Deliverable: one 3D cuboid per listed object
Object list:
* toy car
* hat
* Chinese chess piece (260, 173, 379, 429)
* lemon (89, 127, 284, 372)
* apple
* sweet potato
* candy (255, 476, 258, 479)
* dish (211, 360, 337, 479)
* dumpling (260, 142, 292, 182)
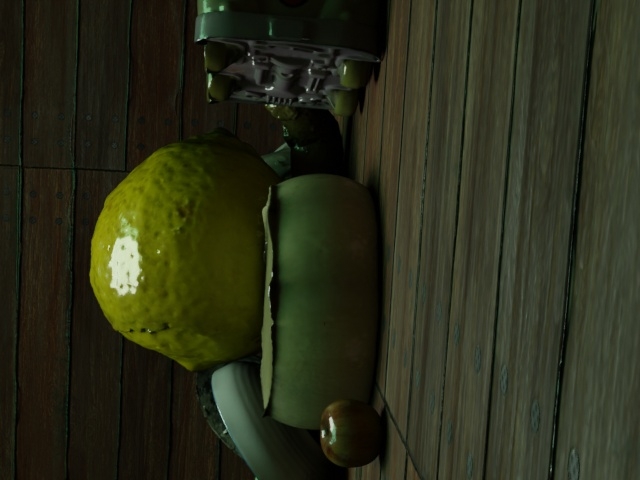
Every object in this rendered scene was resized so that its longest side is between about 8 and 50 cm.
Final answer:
[{"bbox_3d":[-0.043,-0.309,1.646,0.336,0.242,0.226,111,163,-80],"label":"toy car"},{"bbox_3d":[-0.070,0.262,2.012,0.128,0.266,0.265,-44,-31,-45],"label":"hat"},{"bbox_3d":[-0.008,0.080,1.574,0.338,0.141,0.338,-179,90,-86],"label":"Chinese chess piece"},{"bbox_3d":[-0.182,0.011,1.850,0.350,0.350,0.387,143,135,-84],"label":"lemon"},{"bbox_3d":[0.037,0.222,1.370,0.084,0.071,0.084,-179,90,-77],"label":"apple"},{"bbox_3d":[-0.011,-0.136,1.883,0.124,0.098,0.310,-41,-63,-59],"label":"sweet potato"},{"bbox_3d":[-0.041,0.298,2.180,0.119,0.119,0.439,100,178,-58],"label":"candy"},{"bbox_3d":[-0.033,0.277,1.793,0.273,0.134,0.273,55,-175,-8],"label":"dish"},{"bbox_3d":[-0.055,-0.086,2.080,0.163,0.293,0.204,55,-148,0],"label":"dumpling"}]
